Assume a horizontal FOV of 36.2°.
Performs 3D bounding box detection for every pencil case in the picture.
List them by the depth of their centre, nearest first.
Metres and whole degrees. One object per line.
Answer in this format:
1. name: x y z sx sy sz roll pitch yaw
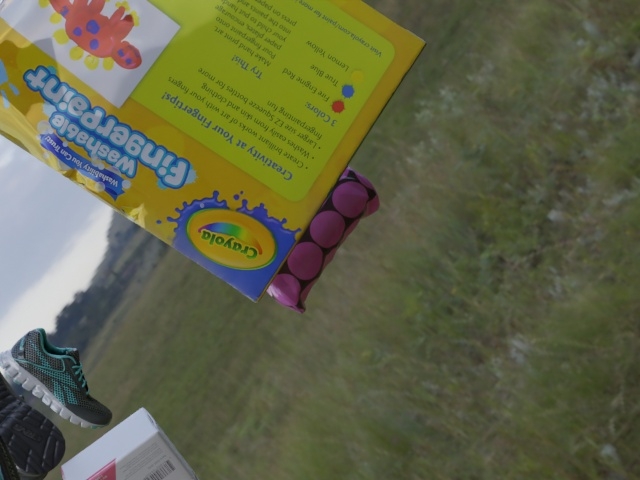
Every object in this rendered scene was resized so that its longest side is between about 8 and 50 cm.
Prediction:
1. pencil case: 0.000 0.000 1.365 0.095 0.098 0.209 29 78 41

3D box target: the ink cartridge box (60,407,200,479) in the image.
1. ink cartridge box: -0.269 0.391 1.505 0.158 0.218 0.092 -35 28 -11

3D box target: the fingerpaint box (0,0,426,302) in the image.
1. fingerpaint box: -0.159 -0.200 1.210 0.371 0.444 0.163 -57 1 2

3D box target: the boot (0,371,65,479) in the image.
1. boot: -0.566 0.269 1.605 0.118 0.338 0.222 -38 2 -30

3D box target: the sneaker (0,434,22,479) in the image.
1. sneaker: -0.236 0.078 0.470 0.098 0.224 0.083 -40 -11 -7

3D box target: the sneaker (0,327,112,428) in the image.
1. sneaker: -0.329 0.177 1.266 0.076 0.166 0.065 -50 14 2
